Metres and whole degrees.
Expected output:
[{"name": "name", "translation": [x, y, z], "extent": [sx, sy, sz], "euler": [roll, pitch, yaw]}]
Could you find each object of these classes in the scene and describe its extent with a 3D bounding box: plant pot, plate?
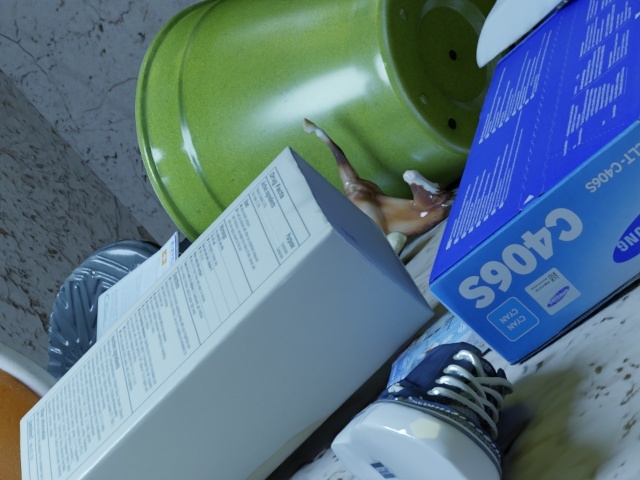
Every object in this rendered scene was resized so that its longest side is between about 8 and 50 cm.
[{"name": "plant pot", "translation": [0.038, -0.167, 1.634], "extent": [0.353, 0.366, 0.366], "euler": [-19, 20, 46]}, {"name": "plate", "translation": [0.248, -0.267, 1.138], "extent": [0.278, 0.045, 0.277], "euler": [-42, 2, -12]}]

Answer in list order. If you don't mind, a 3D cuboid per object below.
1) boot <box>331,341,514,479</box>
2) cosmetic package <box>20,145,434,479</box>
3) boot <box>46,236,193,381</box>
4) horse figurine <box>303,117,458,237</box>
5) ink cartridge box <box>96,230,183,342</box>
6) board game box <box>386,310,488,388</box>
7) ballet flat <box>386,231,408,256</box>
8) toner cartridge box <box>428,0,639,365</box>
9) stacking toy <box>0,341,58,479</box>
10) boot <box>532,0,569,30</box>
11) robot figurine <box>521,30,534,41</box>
[{"name": "boot", "translation": [0.063, 0.085, 0.706], "extent": [0.086, 0.069, 0.190], "euler": [-46, 5, -14]}, {"name": "cosmetic package", "translation": [-0.079, 0.096, 1.043], "extent": [0.309, 0.113, 0.160], "euler": [-44, 27, 10]}, {"name": "boot", "translation": [-0.178, 0.058, 1.822], "extent": [0.445, 0.146, 0.367], "euler": [-45, -13, -54]}, {"name": "horse figurine", "translation": [0.000, 0.000, 1.485], "extent": [0.263, 0.174, 0.066], "euler": [-54, 10, 19]}, {"name": "ink cartridge box", "translation": [-0.172, 0.129, 1.439], "extent": [0.224, 0.045, 0.223], "euler": [-34, 51, 55]}, {"name": "board game box", "translation": [0.084, 0.069, 0.938], "extent": [0.090, 0.020, 0.090], "euler": [-40, 6, 13]}, {"name": "ballet flat", "translation": [0.017, 0.047, 1.414], "extent": [0.173, 0.049, 0.057], "euler": [-40, 0, 9]}, {"name": "toner cartridge box", "translation": [0.176, -0.077, 0.917], "extent": [0.165, 0.075, 0.348], "euler": [-42, 12, 30]}, {"name": "stacking toy", "translation": [-0.407, 0.334, 1.250], "extent": [0.351, 0.351, 0.480], "euler": [-38, 25, 30]}, {"name": "boot", "translation": [0.327, -0.308, 1.568], "extent": [0.208, 0.190, 0.076], "euler": [-50, -30, -16]}, {"name": "robot figurine", "translation": [0.221, -0.295, 1.893], "extent": [0.353, 0.200, 0.300], "euler": [-61, -4, -72]}]
